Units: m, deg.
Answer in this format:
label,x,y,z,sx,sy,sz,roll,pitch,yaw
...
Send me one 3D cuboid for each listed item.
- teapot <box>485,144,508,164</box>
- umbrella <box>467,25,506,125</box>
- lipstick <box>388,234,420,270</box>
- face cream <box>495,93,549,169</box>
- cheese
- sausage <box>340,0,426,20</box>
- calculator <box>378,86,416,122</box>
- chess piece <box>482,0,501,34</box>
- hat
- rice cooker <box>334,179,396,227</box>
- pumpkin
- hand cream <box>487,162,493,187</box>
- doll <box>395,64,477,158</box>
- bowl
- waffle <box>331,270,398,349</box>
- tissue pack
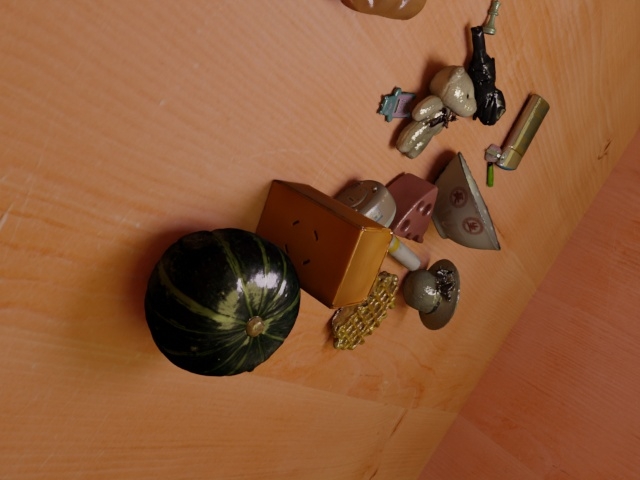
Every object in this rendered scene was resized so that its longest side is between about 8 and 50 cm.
label,x,y,z,sx,sy,sz,roll,pitch,yaw
teapot,0.621,-0.304,1.966,0.083,0.064,0.064,6,110,-52
umbrella,0.482,-0.479,1.638,0.118,0.118,0.340,-46,140,-16
lipstick,0.254,0.035,1.787,0.059,0.059,0.264,-57,145,-1
face cream,0.744,-0.386,2.050,0.139,0.067,0.285,18,101,-53
cheese,0.221,-0.074,1.617,0.177,0.128,0.202,-22,136,-37
sausage,0.135,-0.535,1.155,0.241,0.120,0.136,-9,134,-48
calculator,0.202,-0.355,1.461,0.141,0.019,0.094,-13,128,-46
chess piece,0.490,-0.635,1.579,0.042,0.042,0.093,-7,117,-48
hat,0.361,0.178,1.940,0.130,0.257,0.257,14,108,-21
rice cooker,0.102,-0.068,1.453,0.206,0.145,0.127,-40,129,-18
pumpkin,-0.194,0.126,1.140,0.323,0.241,0.323,-16,124,-26
hand cream,0.629,-0.248,2.055,0.036,0.023,0.122,-60,150,-35
doll,0.323,-0.340,1.527,0.278,0.149,0.175,-53,-174,15
bowl,0.438,-0.100,1.776,0.158,0.337,0.337,-22,150,20
waffle,0.145,0.225,1.798,0.309,0.065,0.283,-13,128,-49
tissue pack,0.000,0.000,1.266,0.145,0.275,0.194,-4,120,-51
